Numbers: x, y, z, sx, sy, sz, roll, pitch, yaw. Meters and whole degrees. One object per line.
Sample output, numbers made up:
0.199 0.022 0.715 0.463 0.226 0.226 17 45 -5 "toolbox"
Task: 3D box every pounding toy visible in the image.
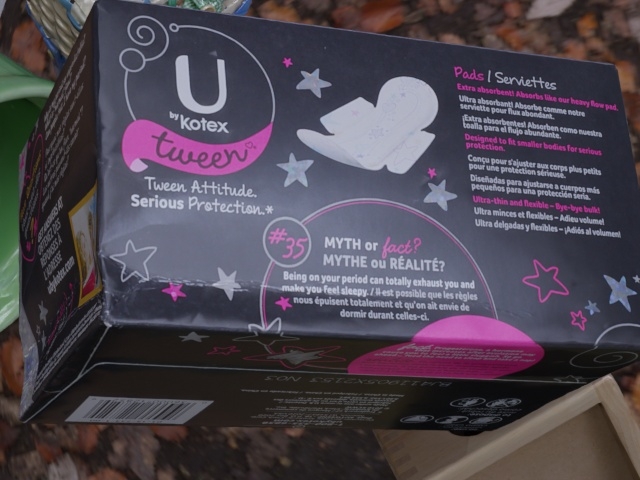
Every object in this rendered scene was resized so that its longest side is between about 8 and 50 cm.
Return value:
0.139 0.093 0.799 0.206 0.094 0.181 -30 114 0 "pounding toy"

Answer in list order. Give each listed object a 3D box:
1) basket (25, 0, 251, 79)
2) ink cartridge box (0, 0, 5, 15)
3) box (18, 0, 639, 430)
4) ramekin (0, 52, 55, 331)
-0.209 -0.268 1.625 0.255 0.289 0.201 -38 77 -8 "basket"
-0.143 -0.139 0.487 0.052 0.088 0.122 -5 49 -39 "ink cartridge box"
0.000 0.000 0.642 0.247 0.163 0.142 5 68 -22 "box"
-0.349 -0.043 1.254 0.148 0.303 0.303 38 81 23 "ramekin"
